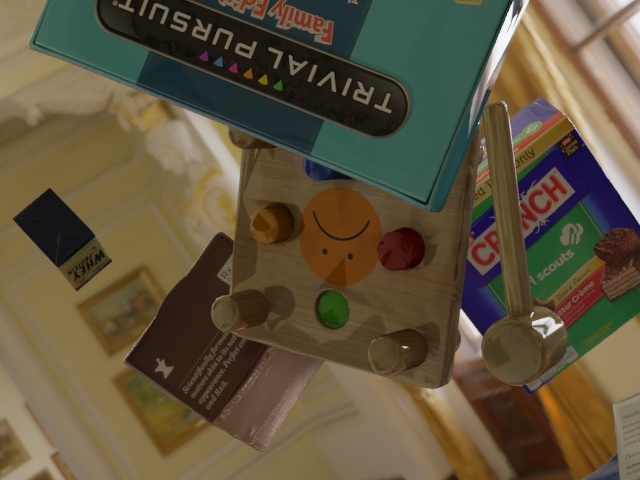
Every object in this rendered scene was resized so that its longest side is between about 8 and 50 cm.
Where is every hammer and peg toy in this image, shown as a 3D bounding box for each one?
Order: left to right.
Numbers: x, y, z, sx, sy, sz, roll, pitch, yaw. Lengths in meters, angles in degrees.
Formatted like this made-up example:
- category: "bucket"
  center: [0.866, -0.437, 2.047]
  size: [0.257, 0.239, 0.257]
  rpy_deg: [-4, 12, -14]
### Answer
- category: "hammer and peg toy"
  center: [0.070, -0.004, 1.019]
  size: [0.361, 0.265, 0.127]
  rpy_deg: [10, 10, 33]

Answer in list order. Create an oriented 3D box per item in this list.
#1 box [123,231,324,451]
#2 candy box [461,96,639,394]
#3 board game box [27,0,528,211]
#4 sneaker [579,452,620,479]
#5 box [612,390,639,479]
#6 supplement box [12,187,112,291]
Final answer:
- category: "box"
  center: [-0.102, 0.145, 1.417]
  size: [0.191, 0.143, 0.381]
  rpy_deg: [-55, -15, -9]
- category: "candy box"
  center: [0.298, 0.010, 1.524]
  size: [0.268, 0.317, 0.122]
  rpy_deg: [-38, 21, 3]
- category: "board game box"
  center: [0.014, -0.218, 0.629]
  size: [0.079, 0.254, 0.336]
  rpy_deg: [-4, -63, -78]
- category: "sneaker"
  center: [0.455, 0.235, 1.416]
  size: [0.330, 0.147, 0.130]
  rpy_deg: [-33, 6, -12]
- category: "box"
  center: [0.443, 0.226, 1.168]
  size: [0.182, 0.181, 0.119]
  rpy_deg: [-34, 37, 39]
- category: "supplement box"
  center: [-0.294, 0.000, 1.250]
  size: [0.056, 0.083, 0.083]
  rpy_deg: [-42, -20, -12]
